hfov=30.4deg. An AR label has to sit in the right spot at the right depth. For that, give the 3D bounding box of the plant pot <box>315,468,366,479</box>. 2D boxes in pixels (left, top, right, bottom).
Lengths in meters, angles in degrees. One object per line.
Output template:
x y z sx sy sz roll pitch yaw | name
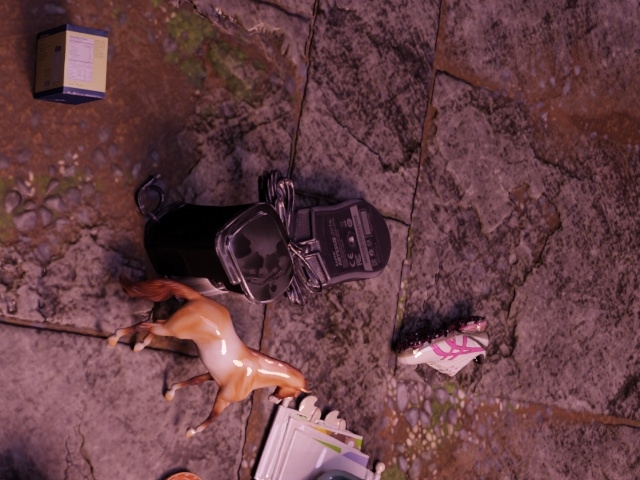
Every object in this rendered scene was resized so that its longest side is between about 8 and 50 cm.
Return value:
0.047 0.503 1.574 0.247 0.248 0.252 -33 122 -36 | plant pot

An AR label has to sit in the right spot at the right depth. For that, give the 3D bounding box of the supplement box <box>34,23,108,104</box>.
-0.302 -0.212 1.428 0.056 0.083 0.083 5 87 -38 | supplement box

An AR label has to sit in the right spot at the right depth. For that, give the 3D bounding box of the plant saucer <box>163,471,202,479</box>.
-0.185 0.347 1.554 0.083 0.013 0.083 1 88 -37 | plant saucer

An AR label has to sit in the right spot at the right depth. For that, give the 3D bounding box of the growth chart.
0.002 0.332 1.695 0.237 0.021 0.172 39 66 -31 | growth chart

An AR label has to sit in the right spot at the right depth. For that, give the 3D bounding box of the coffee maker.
-0.139 0.003 1.492 0.171 0.178 0.120 42 64 -30 | coffee maker

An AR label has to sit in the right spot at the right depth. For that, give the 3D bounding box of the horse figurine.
-0.151 0.139 1.495 0.263 0.174 0.066 56 19 -21 | horse figurine

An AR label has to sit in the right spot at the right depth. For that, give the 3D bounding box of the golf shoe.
0.193 0.172 1.817 0.186 0.067 0.086 -11 98 -38 | golf shoe

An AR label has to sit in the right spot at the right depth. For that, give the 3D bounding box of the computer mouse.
0.000 0.000 1.645 0.272 0.072 0.188 -1 77 -55 | computer mouse
